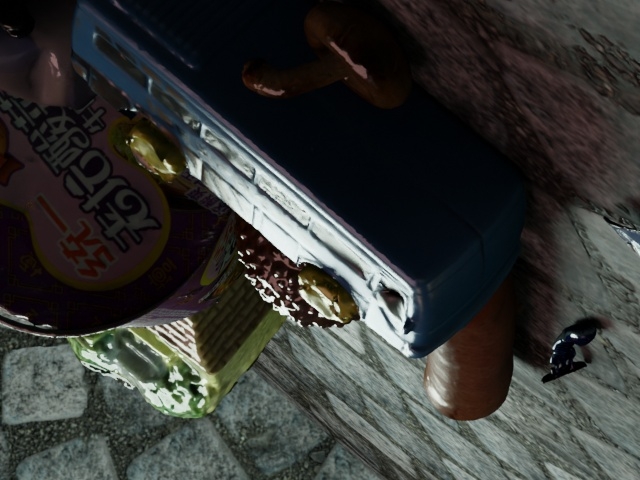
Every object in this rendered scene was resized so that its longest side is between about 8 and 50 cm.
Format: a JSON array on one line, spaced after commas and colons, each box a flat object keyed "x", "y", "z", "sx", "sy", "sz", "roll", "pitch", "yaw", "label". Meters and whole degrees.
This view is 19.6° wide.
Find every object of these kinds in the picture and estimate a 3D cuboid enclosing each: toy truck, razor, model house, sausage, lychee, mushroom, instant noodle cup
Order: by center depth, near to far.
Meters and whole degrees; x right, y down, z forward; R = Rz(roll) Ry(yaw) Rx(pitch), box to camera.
[{"x": 0.004, "y": -0.136, "z": 1.334, "sx": 0.130, "sy": 0.072, "sz": 0.088, "roll": 3, "pitch": 166, "yaw": 18, "label": "mushroom"}, {"x": -0.018, "y": -0.081, "z": 1.438, "sx": 0.385, "sy": 0.161, "sz": 0.162, "roll": 41, "pitch": 160, "yaw": 10, "label": "toy truck"}, {"x": 0.217, "y": 0.091, "z": 1.609, "sx": 0.154, "sy": 0.044, "sz": 0.028, "roll": 92, "pitch": 156, "yaw": -73, "label": "razor"}, {"x": 0.000, "y": 0.000, "z": 1.655, "sx": 0.165, "sy": 0.165, "sz": 0.197, "roll": 43, "pitch": 137, "yaw": -3, "label": "lychee"}, {"x": 0.133, "y": 0.081, "z": 1.697, "sx": 0.094, "sy": 0.094, "sz": 0.419, "roll": 43, "pitch": 170, "yaw": 18, "label": "sausage"}, {"x": -0.203, "y": -0.054, "z": 1.861, "sx": 0.340, "sy": 0.340, "sz": 0.266, "roll": 39, "pitch": 180, "yaw": 17, "label": "instant noodle cup"}, {"x": -0.201, "y": 0.048, "z": 2.327, "sx": 0.321, "sy": 0.261, "sz": 0.266, "roll": 36, "pitch": 166, "yaw": 8, "label": "model house"}]

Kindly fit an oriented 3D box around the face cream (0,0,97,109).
[{"x": -0.333, "y": -0.253, "z": 1.672, "sx": 0.420, "sy": 0.234, "sz": 0.137, "roll": 26, "pitch": 143, "yaw": 5, "label": "face cream"}]

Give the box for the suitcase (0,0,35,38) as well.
[{"x": -0.337, "y": -0.353, "z": 1.532, "sx": 0.335, "sy": 0.152, "sz": 0.229, "roll": 41, "pitch": 168, "yaw": 20, "label": "suitcase"}]

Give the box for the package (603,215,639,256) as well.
[{"x": 0.281, "y": 0.051, "z": 1.236, "sx": 0.173, "sy": 0.027, "sz": 0.171, "roll": 46, "pitch": 172, "yaw": -23, "label": "package"}]
